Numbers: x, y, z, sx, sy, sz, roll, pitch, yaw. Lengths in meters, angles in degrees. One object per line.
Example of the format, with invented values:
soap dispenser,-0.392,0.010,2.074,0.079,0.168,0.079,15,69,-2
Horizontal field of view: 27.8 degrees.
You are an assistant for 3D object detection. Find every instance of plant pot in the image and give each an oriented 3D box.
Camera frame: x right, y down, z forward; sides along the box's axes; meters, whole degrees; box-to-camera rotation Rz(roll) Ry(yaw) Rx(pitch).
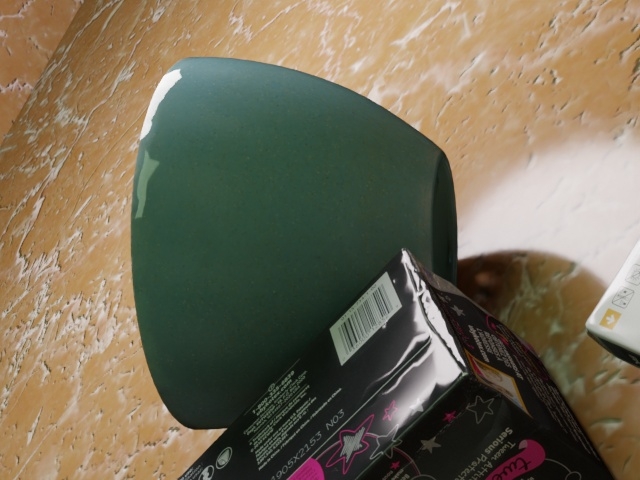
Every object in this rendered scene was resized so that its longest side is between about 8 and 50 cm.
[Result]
plant pot,0.000,0.000,0.991,0.195,0.290,0.290,-1,48,14

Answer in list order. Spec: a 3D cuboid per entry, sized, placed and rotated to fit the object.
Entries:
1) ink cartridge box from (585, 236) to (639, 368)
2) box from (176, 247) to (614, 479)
ink cartridge box,0.278,0.004,0.727,0.206,0.045,0.208,-57,32,-4
box,0.036,0.160,0.839,0.247,0.142,0.163,-46,26,14
